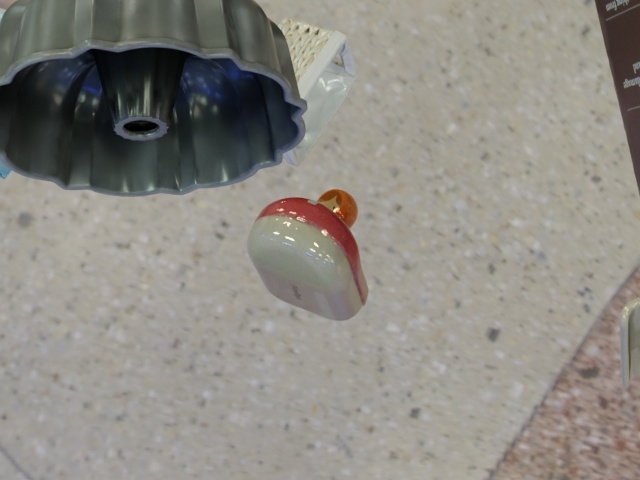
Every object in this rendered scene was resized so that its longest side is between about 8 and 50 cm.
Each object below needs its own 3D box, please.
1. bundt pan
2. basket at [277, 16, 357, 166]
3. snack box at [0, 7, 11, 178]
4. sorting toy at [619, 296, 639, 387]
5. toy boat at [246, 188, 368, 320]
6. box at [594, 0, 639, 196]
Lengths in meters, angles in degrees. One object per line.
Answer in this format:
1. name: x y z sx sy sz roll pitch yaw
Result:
1. bundt pan: -0.178 -0.164 1.393 0.331 0.331 0.124 -14 65 24
2. basket: -0.039 -0.205 1.899 0.103 0.113 0.167 25 71 20
3. snack box: -0.445 -0.203 1.713 0.322 0.060 0.187 21 70 36
4. sorting toy: 0.436 0.090 1.588 0.208 0.193 0.038 -24 58 -1
5. toy boat: 0.000 0.000 1.830 0.151 0.231 0.151 21 73 14
6. box: 0.303 -0.057 0.915 0.143 0.191 0.381 -12 91 -12
